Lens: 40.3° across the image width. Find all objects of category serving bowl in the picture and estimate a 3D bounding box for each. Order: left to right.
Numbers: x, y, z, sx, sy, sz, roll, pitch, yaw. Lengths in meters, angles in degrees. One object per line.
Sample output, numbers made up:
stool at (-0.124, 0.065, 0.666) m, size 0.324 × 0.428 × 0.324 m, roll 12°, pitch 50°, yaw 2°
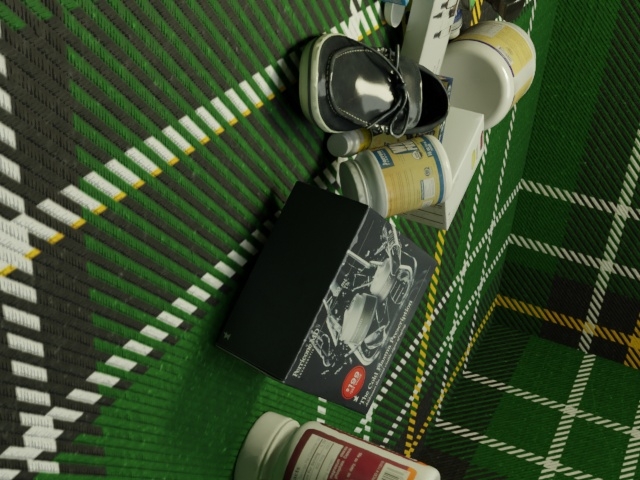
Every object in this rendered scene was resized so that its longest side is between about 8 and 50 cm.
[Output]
serving bowl at (0.155, -0.498, 1.855) m, size 0.083 × 0.027 × 0.083 m, roll -52°, pitch 152°, yaw -43°

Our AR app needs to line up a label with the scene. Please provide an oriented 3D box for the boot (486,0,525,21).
boot at (0.398, -0.668, 2.088) m, size 0.091 × 0.229 × 0.263 m, roll -28°, pitch 148°, yaw -25°

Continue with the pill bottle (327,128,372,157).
pill bottle at (0.058, -0.205, 1.789) m, size 0.116 × 0.065 × 0.065 m, roll -30°, pitch 134°, yaw -60°

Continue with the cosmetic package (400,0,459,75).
cosmetic package at (0.237, -0.455, 1.921) m, size 0.099 × 0.060 × 0.239 m, roll -27°, pitch 143°, yaw -36°

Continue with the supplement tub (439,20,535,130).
supplement tub at (0.429, -0.443, 2.304) m, size 0.331 × 0.241 × 0.241 m, roll -44°, pitch 145°, yaw -53°

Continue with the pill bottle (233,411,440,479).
pill bottle at (0.031, 0.515, 1.826) m, size 0.224 × 0.392 × 0.224 m, roll -50°, pitch 150°, yaw -44°

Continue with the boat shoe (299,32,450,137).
boat shoe at (0.112, -0.288, 1.669) m, size 0.500 × 0.156 × 0.187 m, roll -1°, pitch 94°, yaw -61°

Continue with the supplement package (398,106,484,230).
supplement package at (0.260, -0.190, 2.122) m, size 0.262 × 0.204 × 0.145 m, roll -62°, pitch 157°, yaw -25°

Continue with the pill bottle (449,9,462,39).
pill bottle at (0.320, -0.560, 2.175) m, size 0.067 × 0.067 × 0.120 m, roll -64°, pitch 158°, yaw -21°

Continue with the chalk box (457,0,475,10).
chalk box at (0.291, -0.640, 1.946) m, size 0.132 × 0.132 × 0.213 m, roll -65°, pitch 160°, yaw -18°

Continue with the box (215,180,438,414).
box at (0.023, 0.117, 1.643) m, size 0.312 × 0.179 × 0.343 m, roll 33°, pitch 81°, yaw -52°

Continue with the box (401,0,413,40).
box at (0.217, -0.540, 1.940) m, size 0.087 × 0.058 × 0.232 m, roll -63°, pitch 157°, yaw -23°

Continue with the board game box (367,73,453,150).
board game box at (0.195, -0.260, 1.955) m, size 0.042 × 0.165 × 0.243 m, roll -40°, pitch 143°, yaw -56°

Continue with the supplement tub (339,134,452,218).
supplement tub at (0.151, -0.125, 1.770) m, size 0.199 × 0.144 × 0.144 m, roll -15°, pitch 135°, yaw -13°

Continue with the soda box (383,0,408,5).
soda box at (0.142, -0.560, 1.709) m, size 0.210 × 0.067 × 0.071 m, roll 70°, pitch 41°, yaw -63°
